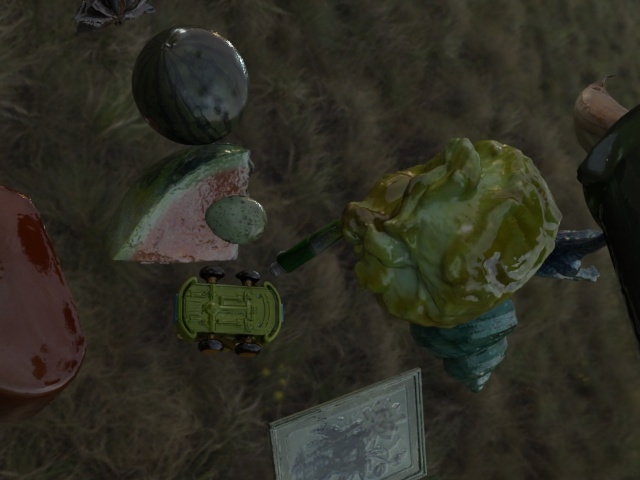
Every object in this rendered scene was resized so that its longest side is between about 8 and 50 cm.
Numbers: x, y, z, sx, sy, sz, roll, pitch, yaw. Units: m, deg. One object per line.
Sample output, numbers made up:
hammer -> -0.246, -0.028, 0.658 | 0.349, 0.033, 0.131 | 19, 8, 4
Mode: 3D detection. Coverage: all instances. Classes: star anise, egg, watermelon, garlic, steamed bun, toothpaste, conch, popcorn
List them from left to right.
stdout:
steamed bun -> -0.556, 0.111, 1.264 | 0.248, 0.235, 0.379 | -13, 72, -38
star anise -> -0.441, -0.489, 1.646 | 0.065, 0.195, 0.182 | 60, 9, 1
watermelon -> -0.263, -0.055, 1.495 | 0.310, 0.193, 0.231 | -58, 160, -15
watermelon -> -0.227, -0.270, 1.376 | 0.212, 0.212, 0.212 | 33, 42, -37
egg -> -0.146, -0.036, 1.343 | 0.085, 0.110, 0.085 | 3, 90, -81
toothpaste -> 0.000, 0.000, 1.449 | 0.047, 0.248, 0.078 | 57, 28, -3
popcorn -> 0.138, -0.008, 0.812 | 0.183, 0.221, 0.204 | 52, 43, -11
conch -> 0.237, 0.154, 1.285 | 0.134, 0.196, 0.202 | -45, 117, -18
garlic -> 0.541, -0.226, 1.499 | 0.115, 0.128, 0.206 | 6, 44, -30

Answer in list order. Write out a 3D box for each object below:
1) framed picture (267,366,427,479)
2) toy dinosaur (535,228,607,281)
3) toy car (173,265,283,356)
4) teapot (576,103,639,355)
framed picture -> 0.043, 0.275, 1.015 | 0.231, 0.010, 0.173 | -16, 111, -27
toy dinosaur -> 0.328, 0.016, 1.132 | 0.147, 0.363, 0.076 | 9, 82, -29
toy car -> -0.217, 0.174, 1.782 | 0.248, 0.142, 0.200 | 9, 65, -17
teapot -> 0.351, 0.030, 0.603 | 0.271, 0.200, 0.337 | 6, 43, -1
